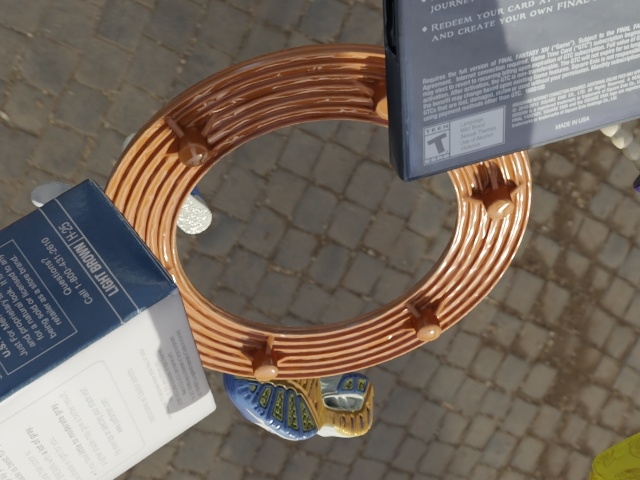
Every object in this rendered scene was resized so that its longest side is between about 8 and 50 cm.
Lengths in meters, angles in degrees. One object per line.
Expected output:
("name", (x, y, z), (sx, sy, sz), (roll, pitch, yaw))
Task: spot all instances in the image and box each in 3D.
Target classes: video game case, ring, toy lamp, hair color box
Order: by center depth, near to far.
("video game case", (0.121, -0.167, 0.528), (0.196, 0.026, 0.274), (-16, 129, -13))
("hair color box", (-0.241, 0.127, 0.665), (0.347, 0.105, 0.174), (-33, 152, -16))
("ring", (0.000, 0.000, 0.858), (0.337, 0.032, 0.336), (-6, 134, -7))
("toy lamp", (0.433, -0.156, 1.635), (0.080, 0.080, 0.274), (-44, 94, -10))

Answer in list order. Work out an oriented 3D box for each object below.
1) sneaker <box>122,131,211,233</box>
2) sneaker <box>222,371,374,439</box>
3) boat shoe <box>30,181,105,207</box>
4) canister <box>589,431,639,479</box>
("sneaker", (-0.188, -0.079, 1.325), (0.058, 0.084, 0.152), (-39, 128, 2))
("sneaker", (-0.052, 0.207, 1.469), (0.296, 0.131, 0.111), (29, 63, -53))
("boat shoe", (-0.270, -0.042, 1.253), (0.100, 0.035, 0.035), (-2, 145, -13))
("canister", (0.327, 0.269, 1.065), (0.126, 0.073, 0.169), (-22, 113, -19))
